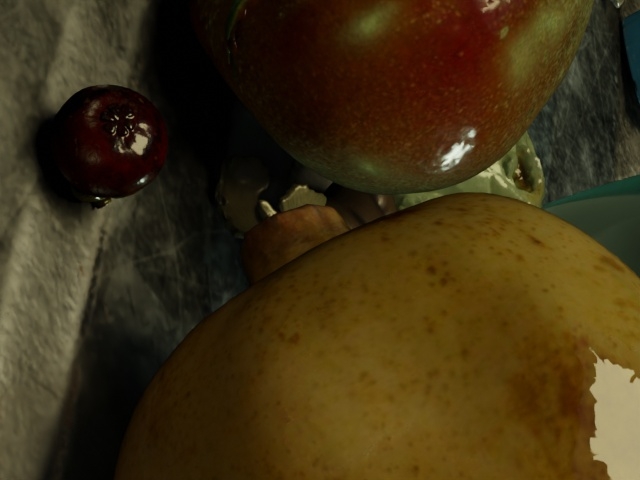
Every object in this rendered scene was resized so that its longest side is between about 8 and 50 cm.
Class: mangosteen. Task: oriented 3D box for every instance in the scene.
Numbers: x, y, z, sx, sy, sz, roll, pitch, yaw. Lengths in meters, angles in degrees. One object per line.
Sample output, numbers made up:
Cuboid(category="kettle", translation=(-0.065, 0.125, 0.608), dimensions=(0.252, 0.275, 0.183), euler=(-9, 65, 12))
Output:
Cuboid(category="mangosteen", translation=(-0.143, -0.066, 1.332), dimensions=(0.081, 0.081, 0.081), euler=(30, 53, -49))

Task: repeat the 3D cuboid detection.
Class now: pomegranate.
Cuboid(category="pomegranate", translation=(0.066, 0.151, 1.265), dimensions=(0.417, 0.417, 0.416), euler=(30, 53, -49))

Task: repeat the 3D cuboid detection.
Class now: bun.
Cuboid(category="bun", translation=(0.125, -0.060, 1.696), dimensions=(0.204, 0.126, 0.212), euler=(13, 65, -57))

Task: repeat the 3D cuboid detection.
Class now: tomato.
Cuboid(category="tomato", translation=(0.058, -0.178, 1.493), dimensions=(0.239, 0.303, 0.303), euler=(53, 38, -35))

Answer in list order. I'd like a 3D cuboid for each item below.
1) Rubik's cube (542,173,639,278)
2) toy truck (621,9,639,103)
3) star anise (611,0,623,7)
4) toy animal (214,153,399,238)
Cuboid(category="Rubik's cube", translation=(0.332, 0.153, 1.714), dimensions=(0.347, 0.351, 0.352), euler=(60, 37, -21))
Cuboid(category="toy truck", translation=(0.500, -0.161, 2.298), dimensions=(0.385, 0.161, 0.162), euler=(25, 48, -50))
Cuboid(category="star anise", translation=(0.302, -0.401, 2.157), dimensions=(0.227, 0.148, 0.218), euler=(31, 82, -14))
Cuboid(category="toy animal", translation=(0.000, 0.000, 1.523), dimensions=(0.186, 0.094, 0.214), euler=(68, 25, -19))
